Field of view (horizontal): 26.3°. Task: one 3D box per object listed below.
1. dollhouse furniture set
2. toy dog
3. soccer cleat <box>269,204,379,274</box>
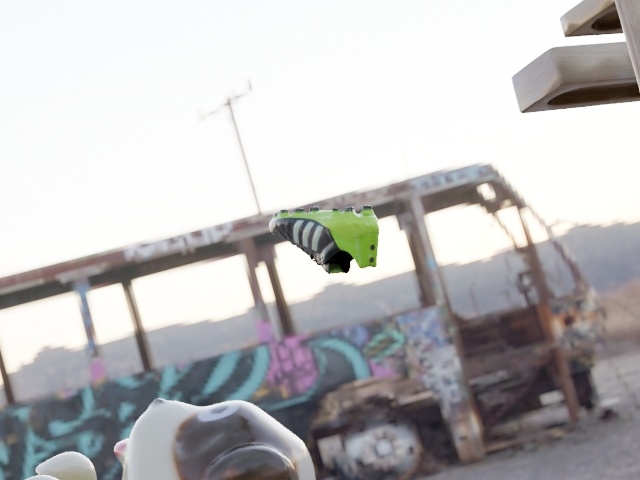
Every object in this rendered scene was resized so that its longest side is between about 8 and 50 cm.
[{"bbox_3d":[0.199,-0.068,0.791,0.144,0.123,0.151,-8,-12,-26],"label":"dollhouse furniture set"},{"bbox_3d":[-0.160,0.355,1.421,0.395,0.407,0.284,26,-1,14],"label":"toy dog"},{"bbox_3d":[0.000,0.000,1.472,0.060,0.072,0.179,-5,3,-34],"label":"soccer cleat"}]
